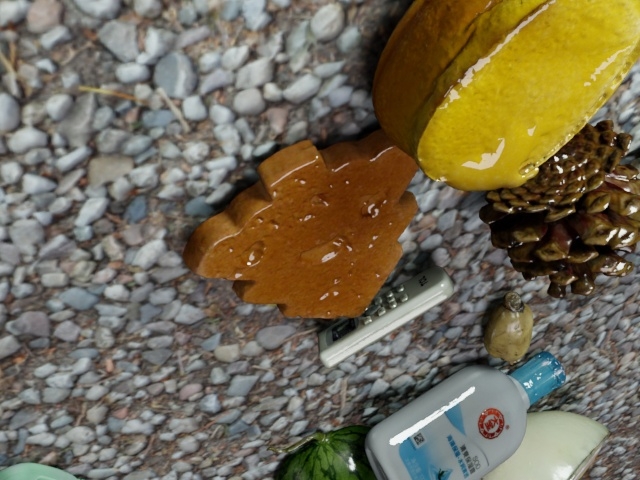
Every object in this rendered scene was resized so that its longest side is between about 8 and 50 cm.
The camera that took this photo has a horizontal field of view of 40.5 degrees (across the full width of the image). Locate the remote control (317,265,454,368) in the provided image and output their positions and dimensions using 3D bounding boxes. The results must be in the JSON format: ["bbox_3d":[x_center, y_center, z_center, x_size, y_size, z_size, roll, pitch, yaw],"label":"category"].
[{"bbox_3d":[0.081,0.093,1.093,0.190,0.087,0.029,-31,102,6],"label":"remote control"}]

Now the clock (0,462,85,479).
[{"bbox_3d":[-0.378,0.366,1.153,0.148,0.060,0.188,-40,139,15],"label":"clock"}]

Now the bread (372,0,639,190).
[{"bbox_3d":[0.172,-0.172,0.808,0.195,0.142,0.269,21,124,-39],"label":"bread"}]

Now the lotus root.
[{"bbox_3d":[0.274,0.136,1.256,0.072,0.063,0.152,-28,137,-14],"label":"lotus root"}]

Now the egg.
[{"bbox_3d":[0.361,0.382,1.495,0.286,0.174,0.264,-20,145,-51],"label":"egg"}]

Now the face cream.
[{"bbox_3d":[0.233,0.278,1.323,0.337,0.080,0.163,-28,101,-19],"label":"face cream"}]

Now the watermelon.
[{"bbox_3d":[0.035,0.396,1.357,0.204,0.127,0.232,-14,133,-9],"label":"watermelon"}]

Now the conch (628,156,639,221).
[{"bbox_3d":[0.451,-0.064,1.073,0.245,0.163,0.178,-6,127,21],"label":"conch"}]

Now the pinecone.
[{"bbox_3d":[0.288,-0.028,1.003,0.185,0.168,0.212,-14,146,23],"label":"pinecone"}]

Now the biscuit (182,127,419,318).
[{"bbox_3d":[0.000,0.000,0.978,0.284,0.043,0.306,-27,143,-4],"label":"biscuit"}]
